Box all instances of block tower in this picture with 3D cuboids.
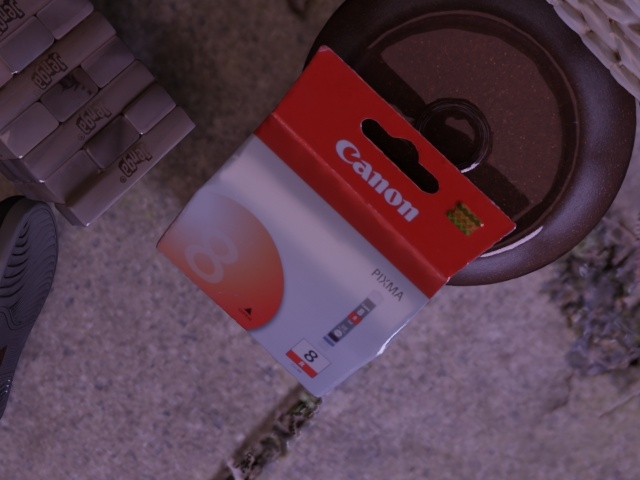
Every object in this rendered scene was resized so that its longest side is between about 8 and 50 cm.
[{"bbox_3d":[-0.217,-0.157,0.454,0.091,0.097,0.335,-47,114,-19],"label":"block tower"}]

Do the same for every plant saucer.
[{"bbox_3d":[0.076,-0.062,0.498,0.199,0.036,0.198,4,107,14],"label":"plant saucer"}]

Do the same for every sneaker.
[{"bbox_3d":[-0.267,0.048,0.602,0.118,0.083,0.222,29,114,5],"label":"sneaker"}]

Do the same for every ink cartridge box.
[{"bbox_3d":[0.000,0.000,0.504,0.145,0.045,0.179,43,136,-2],"label":"ink cartridge box"}]

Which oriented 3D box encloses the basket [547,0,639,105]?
[{"bbox_3d":[0.163,-0.128,0.384,0.113,0.167,0.103,47,117,-2],"label":"basket"}]
